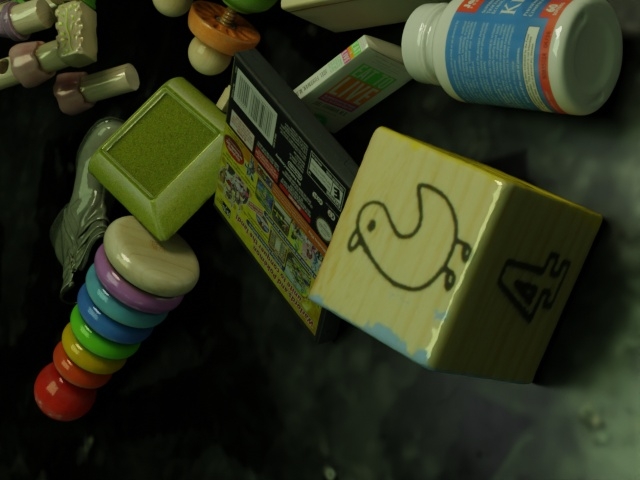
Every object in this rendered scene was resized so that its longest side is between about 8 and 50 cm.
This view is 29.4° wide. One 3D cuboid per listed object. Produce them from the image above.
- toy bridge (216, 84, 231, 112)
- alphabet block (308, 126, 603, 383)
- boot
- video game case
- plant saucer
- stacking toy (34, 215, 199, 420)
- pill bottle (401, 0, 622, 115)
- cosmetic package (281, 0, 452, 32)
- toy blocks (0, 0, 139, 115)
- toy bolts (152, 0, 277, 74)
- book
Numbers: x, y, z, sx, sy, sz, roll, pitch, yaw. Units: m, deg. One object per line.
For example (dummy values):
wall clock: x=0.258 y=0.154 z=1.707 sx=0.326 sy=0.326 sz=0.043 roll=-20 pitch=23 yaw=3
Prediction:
toy bridge: x=-0.067 y=-0.156 z=1.604 sx=0.188 sy=0.026 sz=0.063 roll=44 pitch=109 yaw=39
alphabet block: x=0.140 y=0.017 z=1.265 sx=0.192 sy=0.193 sz=0.197 roll=27 pitch=100 yaw=41
boot: x=-0.313 y=-0.038 z=1.740 sx=0.247 sy=0.083 sz=0.161 roll=-64 pitch=30 yaw=22
video game case: x=-0.041 y=-0.054 z=1.474 sx=0.275 sy=0.035 sz=0.248 roll=51 pitch=144 yaw=35
plant saucer: x=-0.209 y=-0.123 z=1.647 sx=0.188 sy=0.045 sz=0.188 roll=-46 pitch=59 yaw=-5
stacking toy: x=-0.305 y=0.126 z=1.695 sx=0.330 sy=0.141 sz=0.141 roll=-53 pitch=51 yaw=26
pill bottle: x=0.197 y=-0.204 z=1.305 sx=0.221 sy=0.124 sz=0.124 roll=13 pitch=90 yaw=42
cosmetic package: x=0.107 y=-0.348 z=1.429 sx=0.309 sy=0.113 sz=0.160 roll=-2 pitch=80 yaw=43
toy blocks: x=-0.454 y=-0.353 z=1.779 sx=0.260 sy=0.309 sz=0.289 roll=-11 pitch=72 yaw=22
toy bolts: x=-0.189 y=-0.347 z=1.655 sx=0.158 sy=0.218 sz=0.228 roll=-56 pitch=32 yaw=26
book: x=0.033 y=-0.188 z=1.471 sx=0.144 sy=0.096 sz=0.035 roll=-35 pitch=59 yaw=33
